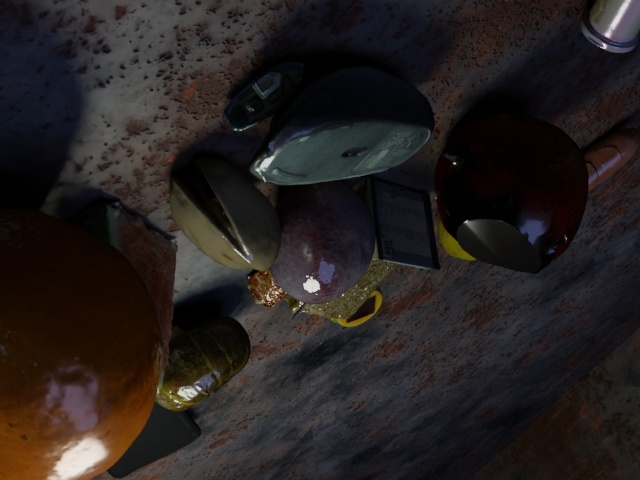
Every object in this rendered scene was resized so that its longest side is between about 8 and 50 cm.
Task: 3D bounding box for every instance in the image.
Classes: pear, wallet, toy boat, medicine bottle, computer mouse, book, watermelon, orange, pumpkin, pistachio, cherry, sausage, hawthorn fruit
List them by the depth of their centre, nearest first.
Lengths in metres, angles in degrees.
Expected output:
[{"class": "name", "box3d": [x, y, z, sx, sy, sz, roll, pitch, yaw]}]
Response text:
[{"class": "orange", "box3d": [-0.420, 0.145, 1.488, 0.424, 0.424, 0.326, 115, -1, -48]}, {"class": "toy boat", "box3d": [-0.081, -0.215, 1.567, 0.140, 0.059, 0.066, -36, 169, 5]}, {"class": "computer mouse", "box3d": [0.025, -0.178, 1.675, 0.374, 0.114, 0.203, -8, 152, -48]}, {"class": "medicine bottle", "box3d": [0.552, -0.492, 1.710, 0.108, 0.108, 0.426, -15, 148, -29]}, {"class": "watermelon", "box3d": [-0.317, 0.085, 1.724, 0.193, 0.232, 0.310, -30, 109, 3]}, {"class": "pistachio", "box3d": [-0.150, -0.037, 1.725, 0.137, 0.153, 0.238, -41, 125, 0]}, {"class": "cherry", "box3d": [0.000, 0.000, 1.878, 0.213, 0.183, 0.266, -58, 156, -43]}, {"class": "hawthorn fruit", "box3d": [0.354, -0.083, 1.989, 0.316, 0.316, 0.316, -24, 153, -13]}, {"class": "book", "box3d": [0.154, -0.027, 2.046, 0.026, 0.158, 0.231, -13, 166, 33]}, {"class": "pumpkin", "box3d": [-0.250, 0.228, 2.073, 0.219, 0.162, 0.219, -36, 178, -1]}, {"class": "pear", "box3d": [0.317, -0.033, 2.209, 0.148, 0.149, 0.162, -8, 142, -39]}, {"class": "wallet", "box3d": [-0.400, 0.396, 2.300, 0.228, 0.062, 0.406, -28, 155, -7]}, {"class": "sausage", "box3d": [0.533, -0.109, 2.376, 0.433, 0.088, 0.088, -41, 152, 17]}]

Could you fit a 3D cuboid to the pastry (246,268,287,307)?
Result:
[{"class": "pastry", "box3d": [-0.075, 0.057, 2.032, 0.063, 0.087, 0.169, -25, 157, -44]}]

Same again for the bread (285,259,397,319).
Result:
[{"class": "bread", "box3d": [0.047, 0.044, 2.107, 0.184, 0.110, 0.234, 8, 132, -48]}]

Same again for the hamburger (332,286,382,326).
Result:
[{"class": "hamburger", "box3d": [0.068, 0.124, 2.295, 0.126, 0.081, 0.141, -30, 142, -8]}]
